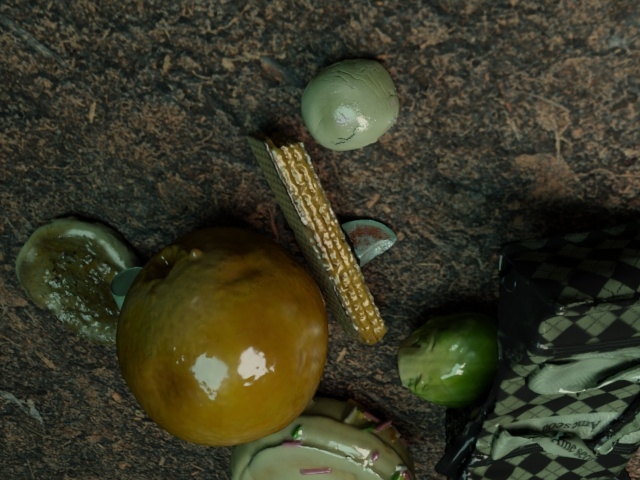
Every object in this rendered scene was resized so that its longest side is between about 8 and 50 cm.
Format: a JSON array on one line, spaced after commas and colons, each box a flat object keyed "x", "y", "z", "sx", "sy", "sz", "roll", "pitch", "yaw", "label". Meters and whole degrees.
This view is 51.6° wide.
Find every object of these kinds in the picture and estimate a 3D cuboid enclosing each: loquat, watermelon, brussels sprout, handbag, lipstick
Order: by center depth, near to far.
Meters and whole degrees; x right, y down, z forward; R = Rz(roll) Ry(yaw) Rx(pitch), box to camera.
[{"x": 0.336, "y": 0.189, "z": 0.905, "sx": 0.317, "sy": 0.180, "sz": 0.416, "roll": -9, "pitch": 129, "yaw": -21, "label": "handbag"}, {"x": -0.143, "y": 0.141, "z": 0.995, "sx": 0.328, "sy": 0.328, "sz": 0.328, "roll": 8, "pitch": 125, "yaw": 11, "label": "loquat"}, {"x": 0.072, "y": 0.007, "z": 0.995, "sx": 0.085, "sy": 0.061, "sz": 0.085, "roll": 11, "pitch": 130, "yaw": 13, "label": "watermelon"}, {"x": 0.213, "y": 0.185, "z": 1.020, "sx": 0.181, "sy": 0.161, "sz": 0.144, "roll": -13, "pitch": 79, "yaw": 24, "label": "brussels sprout"}, {"x": -0.290, "y": 0.175, "z": 1.175, "sx": 0.076, "sy": 0.076, "sz": 0.304, "roll": 3, "pitch": 134, "yaw": 15, "label": "lipstick"}]

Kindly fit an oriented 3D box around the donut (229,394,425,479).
[{"x": -0.013, "y": 0.431, "z": 1.250, "sx": 0.307, "sy": 0.150, "sz": 0.371, "roll": 35, "pitch": 125, "yaw": -8, "label": "donut"}]

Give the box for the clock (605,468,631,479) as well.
[{"x": 0.412, "y": 0.473, "z": 1.209, "sx": 0.313, "sy": 0.061, "sz": 0.312, "roll": 8, "pitch": 125, "yaw": 11, "label": "clock"}]

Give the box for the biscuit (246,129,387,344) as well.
[{"x": 0.000, "y": 0.000, "z": 0.992, "sx": 0.054, "sy": 0.094, "sz": 0.378, "roll": -33, "pitch": 116, "yaw": -14, "label": "biscuit"}]

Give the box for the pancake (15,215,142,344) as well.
[{"x": -0.419, "y": 0.080, "z": 1.198, "sx": 0.282, "sy": 0.049, "sz": 0.282, "roll": 7, "pitch": 128, "yaw": 10, "label": "pancake"}]

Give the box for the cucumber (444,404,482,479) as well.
[{"x": 0.238, "y": 0.408, "z": 1.035, "sx": 0.096, "sy": 0.359, "sz": 0.096, "roll": 6, "pitch": 126, "yaw": 8, "label": "cucumber"}]

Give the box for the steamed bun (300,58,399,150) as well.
[{"x": 0.033, "y": -0.175, "z": 0.867, "sx": 0.130, "sy": 0.091, "sz": 0.112, "roll": -15, "pitch": 116, "yaw": 25, "label": "steamed bun"}]
